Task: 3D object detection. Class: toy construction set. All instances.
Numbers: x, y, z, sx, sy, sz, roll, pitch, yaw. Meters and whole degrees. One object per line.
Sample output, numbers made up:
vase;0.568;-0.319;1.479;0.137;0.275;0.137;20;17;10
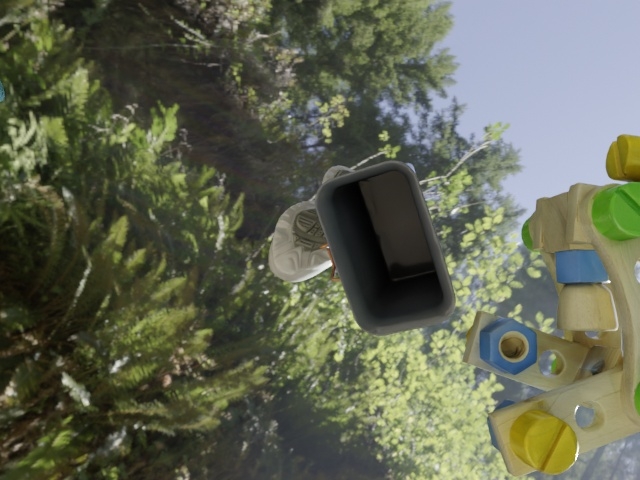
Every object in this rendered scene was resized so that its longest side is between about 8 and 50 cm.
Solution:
toy construction set;0.257;0.043;0.384;0.151;0.328;0.215;166;-67;-71

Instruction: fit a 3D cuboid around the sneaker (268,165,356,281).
sneaker;0.000;0.000;0.784;0.090;0.232;0.115;31;-53;9

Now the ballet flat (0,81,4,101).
ballet flat;-0.338;-0.186;0.456;0.077;0.077;0.231;-112;178;-49

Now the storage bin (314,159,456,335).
storage bin;0.056;-0.001;0.525;0.098;0.091;0.135;-16;-80;20
